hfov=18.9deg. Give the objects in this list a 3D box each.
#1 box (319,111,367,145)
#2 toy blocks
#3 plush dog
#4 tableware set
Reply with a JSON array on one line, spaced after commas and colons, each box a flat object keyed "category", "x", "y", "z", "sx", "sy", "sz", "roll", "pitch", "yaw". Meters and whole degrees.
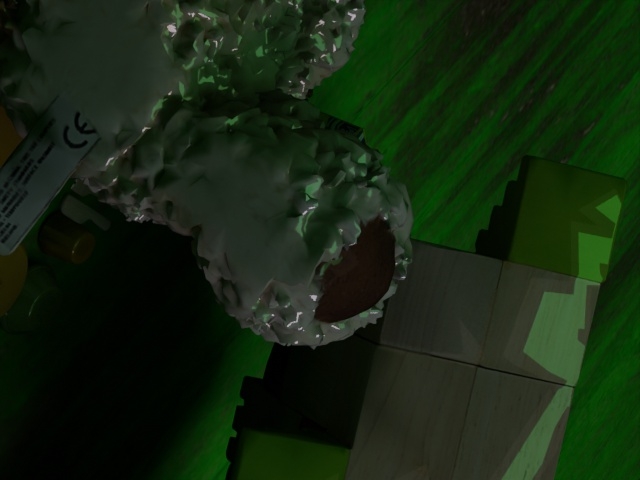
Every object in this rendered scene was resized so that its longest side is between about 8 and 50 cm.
[{"category": "box", "x": 0.000, "y": 0.000, "z": 1.096, "sx": 0.059, "sy": 0.054, "sz": 0.169, "roll": -51, "pitch": 150, "yaw": -27}, {"category": "toy blocks", "x": 0.018, "y": 0.138, "z": 0.969, "sx": 0.261, "sy": 0.191, "sz": 0.381, "roll": -162, "pitch": -96, "yaw": -76}, {"category": "plush dog", "x": -0.050, "y": -0.102, "z": 0.824, "sx": 0.225, "sy": 0.211, "sz": 0.262, "roll": -40, "pitch": 133, "yaw": -73}, {"category": "tableware set", "x": -0.146, "y": -0.012, "z": 0.861, "sx": 0.104, "sy": 0.024, "sz": 0.154, "roll": -61, "pitch": 154, "yaw": -4}]
